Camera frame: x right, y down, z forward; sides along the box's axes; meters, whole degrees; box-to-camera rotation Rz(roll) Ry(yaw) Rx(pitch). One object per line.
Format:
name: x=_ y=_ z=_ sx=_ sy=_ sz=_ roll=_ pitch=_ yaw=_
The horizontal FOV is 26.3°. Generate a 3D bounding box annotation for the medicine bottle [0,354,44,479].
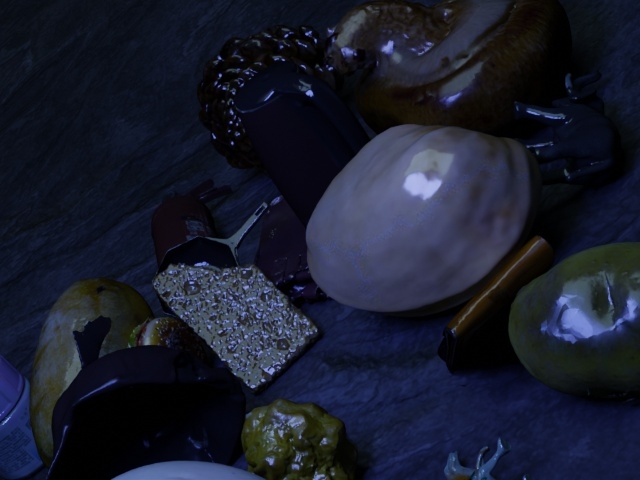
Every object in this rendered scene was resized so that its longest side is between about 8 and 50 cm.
medicine bottle: x=-0.478 y=0.262 z=2.048 sx=0.135 sy=0.168 sz=0.135 roll=-28 pitch=31 yaw=19

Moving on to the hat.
hat: x=-0.272 y=0.261 z=1.776 sx=0.336 sy=0.238 sz=0.209 roll=-52 pitch=33 yaw=-5

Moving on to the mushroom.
mushroom: x=0.187 y=-0.265 z=1.972 sx=0.345 sy=0.259 sz=0.345 roll=-29 pitch=27 yaw=16

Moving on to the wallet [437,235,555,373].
wallet: x=0.203 y=0.076 z=1.599 sx=0.161 sy=0.042 sz=0.195 roll=-46 pitch=-10 yaw=-11

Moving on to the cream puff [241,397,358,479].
cream puff: x=-0.029 y=0.264 z=1.599 sx=0.146 sy=0.146 sz=0.116 roll=-21 pitch=32 yaw=27

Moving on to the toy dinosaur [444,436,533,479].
toy dinosaur: x=0.176 y=0.279 z=1.455 sx=0.106 sy=0.044 sz=0.187 roll=-40 pitch=40 yaw=24

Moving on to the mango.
mango: x=-0.335 y=0.203 z=2.002 sx=0.176 sy=0.175 sz=0.329 roll=120 pitch=160 yaw=-58

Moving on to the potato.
potato: x=0.323 y=0.087 z=1.461 sx=0.248 sy=0.143 sz=0.169 roll=-14 pitch=75 yaw=28

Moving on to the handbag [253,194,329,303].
handbag: x=0.002 y=0.002 z=1.992 sx=0.203 sy=0.074 sz=0.216 roll=-21 pitch=35 yaw=27

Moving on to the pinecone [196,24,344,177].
pinecone: x=-0.077 y=-0.243 z=2.287 sx=0.244 sy=0.244 sz=0.309 roll=-13 pitch=22 yaw=36

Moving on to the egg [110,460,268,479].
egg: x=-0.117 y=0.371 z=1.399 sx=0.345 sy=0.283 sz=0.283 roll=5 pitch=50 yaw=39

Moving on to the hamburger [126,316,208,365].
hamburger: x=-0.217 y=0.169 z=1.926 sx=0.081 sy=0.141 sz=0.126 roll=-33 pitch=37 yaw=38

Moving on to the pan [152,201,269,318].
pan: x=-0.139 y=0.046 z=1.980 sx=0.202 sy=0.048 sz=0.128 roll=-25 pitch=67 yaw=4

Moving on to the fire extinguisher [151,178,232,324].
fire extinguisher: x=-0.195 y=-0.004 z=2.186 sx=0.147 sy=0.106 sz=0.337 roll=-23 pitch=32 yaw=2

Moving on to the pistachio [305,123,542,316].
pistachio: x=0.135 y=-0.030 z=1.747 sx=0.321 sy=0.229 sz=0.238 roll=-28 pitch=62 yaw=25

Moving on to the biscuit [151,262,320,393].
biscuit: x=-0.120 y=0.096 z=1.914 sx=0.131 sy=0.026 sz=0.237 roll=-43 pitch=65 yaw=-9

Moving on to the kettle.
kettle: x=-0.009 y=-0.132 z=1.881 sx=0.144 sy=0.232 sz=0.202 roll=-49 pitch=31 yaw=-19

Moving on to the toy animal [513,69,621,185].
toy animal: x=0.325 y=-0.152 z=1.825 sx=0.137 sy=0.082 sz=0.269 roll=-4 pitch=35 yaw=5
